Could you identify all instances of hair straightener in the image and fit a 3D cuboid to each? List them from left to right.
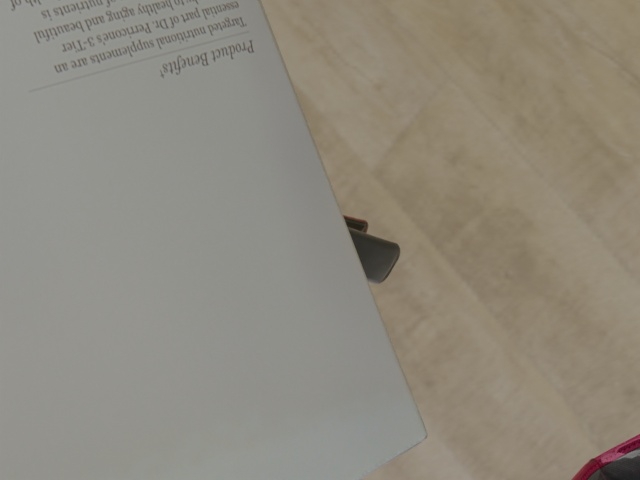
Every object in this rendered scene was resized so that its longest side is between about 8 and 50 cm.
[{"bbox_3d":[0.000,0.000,1.080,0.089,0.230,0.047,37,97,32],"label":"hair straightener"}]

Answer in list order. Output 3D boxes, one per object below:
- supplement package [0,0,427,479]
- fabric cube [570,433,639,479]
[{"bbox_3d":[-0.139,-0.012,0.431,0.198,0.199,0.263,-17,95,48],"label":"supplement package"},{"bbox_3d":[0.312,0.237,0.907,0.259,0.254,0.258,-34,83,27],"label":"fabric cube"}]
